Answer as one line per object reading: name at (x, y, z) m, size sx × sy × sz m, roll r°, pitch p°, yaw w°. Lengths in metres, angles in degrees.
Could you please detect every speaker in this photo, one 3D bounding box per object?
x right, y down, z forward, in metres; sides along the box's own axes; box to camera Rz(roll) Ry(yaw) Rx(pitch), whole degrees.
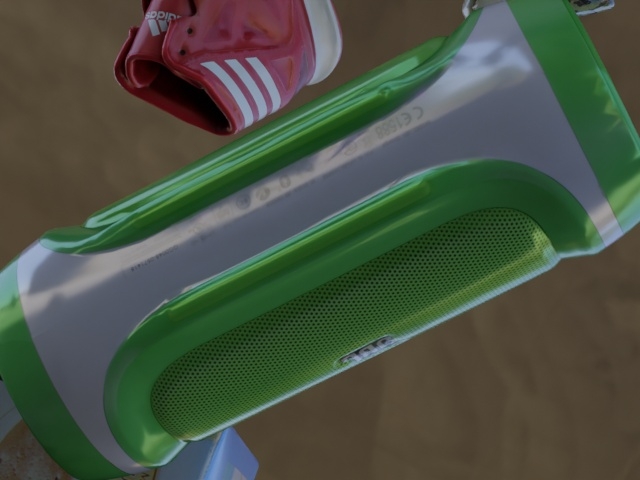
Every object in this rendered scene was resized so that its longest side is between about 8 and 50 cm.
speaker at (0.000, 0.000, 0.816) m, size 0.296 × 0.131 × 0.131 m, roll -27°, pitch -59°, yaw 8°

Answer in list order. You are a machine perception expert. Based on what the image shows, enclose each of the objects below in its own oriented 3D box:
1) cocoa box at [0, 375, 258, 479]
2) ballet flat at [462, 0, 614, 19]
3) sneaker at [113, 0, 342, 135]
cocoa box at (-0.201, 0.232, 0.983) m, size 0.228 × 0.347 × 0.231 m, roll 20°, pitch -11°, yaw 7°
ballet flat at (0.086, -0.167, 1.068) m, size 0.188 × 0.070 × 0.070 m, roll 28°, pitch -36°, yaw -7°
sneaker at (-0.067, -0.158, 0.951) m, size 0.087 × 0.128 × 0.221 m, roll -8°, pitch -63°, yaw 39°
